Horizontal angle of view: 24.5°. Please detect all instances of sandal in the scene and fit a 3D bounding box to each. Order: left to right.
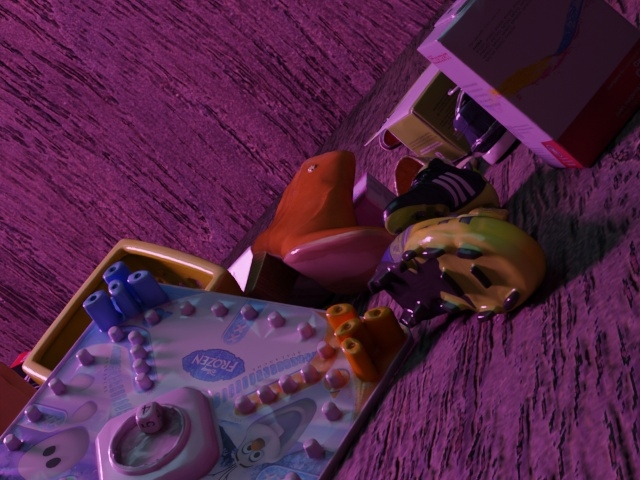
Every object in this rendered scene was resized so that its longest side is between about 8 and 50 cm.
[{"bbox_3d":[0.122,-0.067,1.714,0.088,0.079,0.240,-47,7,25],"label":"sandal"}]

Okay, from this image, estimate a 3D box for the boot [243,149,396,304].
[{"bbox_3d":[0.014,-0.032,1.835,0.295,0.104,0.211,-24,38,48],"label":"boot"}]

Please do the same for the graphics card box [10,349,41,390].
[{"bbox_3d":[-0.316,0.203,2.338,0.371,0.094,0.233,-16,11,5],"label":"graphics card box"}]

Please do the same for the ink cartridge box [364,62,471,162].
[{"bbox_3d":[0.176,-0.192,1.987,0.189,0.097,0.255,-52,5,-13],"label":"ink cartridge box"}]

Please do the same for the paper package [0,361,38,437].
[{"bbox_3d":[-0.446,0.365,2.144,0.168,0.309,0.325,-54,8,-36],"label":"paper package"}]

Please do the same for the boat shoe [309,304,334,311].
[{"bbox_3d":[0.002,0.100,1.676,0.064,0.060,0.178,-50,6,9],"label":"boat shoe"}]

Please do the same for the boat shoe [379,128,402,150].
[{"bbox_3d":[0.150,-0.207,2.472,0.137,0.049,0.043,-47,8,-8],"label":"boat shoe"}]

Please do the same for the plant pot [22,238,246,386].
[{"bbox_3d":[-0.198,0.159,1.877,0.227,0.207,0.228,15,60,45],"label":"plant pot"}]

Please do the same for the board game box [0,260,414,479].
[{"bbox_3d":[-0.162,0.186,1.390,0.390,0.050,0.390,8,49,38],"label":"board game box"}]

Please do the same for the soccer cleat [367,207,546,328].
[{"bbox_3d":[0.124,0.006,1.244,0.121,0.093,0.289,-45,5,-15],"label":"soccer cleat"}]

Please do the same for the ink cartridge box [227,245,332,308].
[{"bbox_3d":[-0.079,0.082,2.026,0.127,0.072,0.175,2,-34,-40],"label":"ink cartridge box"}]

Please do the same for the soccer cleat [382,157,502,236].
[{"bbox_3d":[0.107,-0.041,1.418,0.060,0.072,0.179,-44,-21,32],"label":"soccer cleat"}]

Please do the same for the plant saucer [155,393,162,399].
[{"bbox_3d":[-0.168,0.260,1.602,0.332,0.084,0.332,-56,-6,-10],"label":"plant saucer"}]

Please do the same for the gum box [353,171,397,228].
[{"bbox_3d":[0.051,-0.020,2.009,0.107,0.062,0.188,-49,7,12],"label":"gum box"}]

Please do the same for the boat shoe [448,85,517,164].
[{"bbox_3d":[0.199,-0.166,1.741,0.095,0.079,0.254,-47,7,28],"label":"boat shoe"}]

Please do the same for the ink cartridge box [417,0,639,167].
[{"bbox_3d":[0.197,-0.167,1.329,0.127,0.176,0.128,-51,7,0],"label":"ink cartridge box"}]
